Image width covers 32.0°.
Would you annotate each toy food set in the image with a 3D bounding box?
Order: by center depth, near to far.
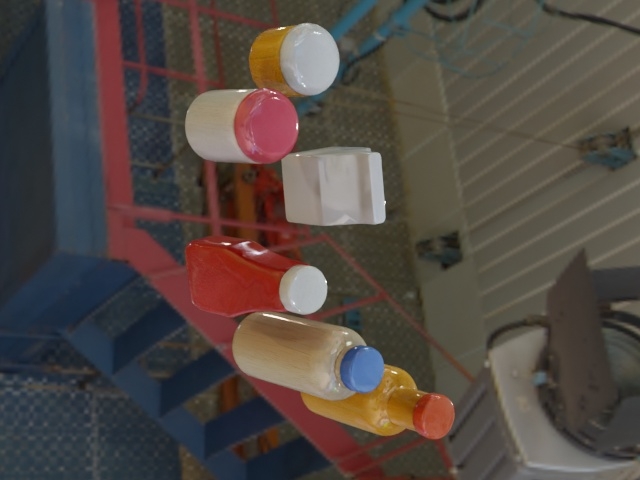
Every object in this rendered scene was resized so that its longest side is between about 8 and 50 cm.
[{"bbox_3d":[0.000,0.000,0.600,0.105,0.111,0.232,8,-75,51],"label":"toy food set"}]
